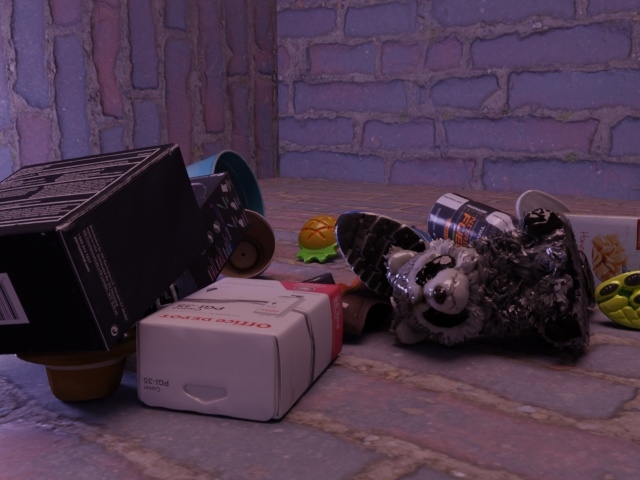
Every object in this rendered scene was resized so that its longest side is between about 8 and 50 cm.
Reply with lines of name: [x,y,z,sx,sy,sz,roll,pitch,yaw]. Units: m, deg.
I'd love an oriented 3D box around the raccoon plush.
raccoon plush: [0.302,0.110,1.304,0.299,0.216,0.446,-11,-24,24]

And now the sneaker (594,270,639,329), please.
sneaker: [0.637,0.108,1.363,0.295,0.109,0.123,-4,-15,-4]

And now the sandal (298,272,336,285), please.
sandal: [-0.086,0.118,1.276,0.254,0.054,0.097,-20,1,33]

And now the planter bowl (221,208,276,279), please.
planter bowl: [-0.181,0.022,1.732,0.162,0.162,0.109,-1,-16,-2]

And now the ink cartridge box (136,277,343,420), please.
ink cartridge box: [-0.104,0.142,1.086,0.207,0.117,0.283,3,10,17]

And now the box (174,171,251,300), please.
box: [-0.278,-0.006,1.534,0.165,0.143,0.270,-8,31,24]

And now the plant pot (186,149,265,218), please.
plant pot: [-0.319,-0.076,2.000,0.255,0.272,0.271,-13,5,22]

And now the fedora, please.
fedora: [-0.324,0.172,1.043,0.194,0.079,0.194,-4,5,0]

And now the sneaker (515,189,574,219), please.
sneaker: [0.534,-0.008,1.702,0.292,0.108,0.169,38,1,-8]

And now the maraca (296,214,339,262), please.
maraca: [0.000,0.000,1.969,0.127,0.099,0.186,-6,33,16]

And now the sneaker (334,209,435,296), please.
sneaker: [0.145,0.034,1.370,0.330,0.130,0.147,29,8,-33]

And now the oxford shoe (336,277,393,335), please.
oxford shoe: [0.090,0.118,1.363,0.098,0.097,0.271,27,24,22]

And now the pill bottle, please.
pill bottle: [0.382,-0.019,1.783,0.130,0.130,0.245,-9,25,-40]

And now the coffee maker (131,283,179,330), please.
coffee maker: [-0.351,0.114,1.254,0.171,0.120,0.178,4,11,29]

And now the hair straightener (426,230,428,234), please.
hair straightener: [0.407,-0.011,2.131,0.230,0.047,0.089,3,10,22]

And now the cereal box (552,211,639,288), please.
cereal box: [0.551,0.033,1.518,0.240,0.173,0.047,3,11,25]

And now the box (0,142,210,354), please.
box: [-0.360,0.009,1.056,0.296,0.183,0.294,-5,26,23]
